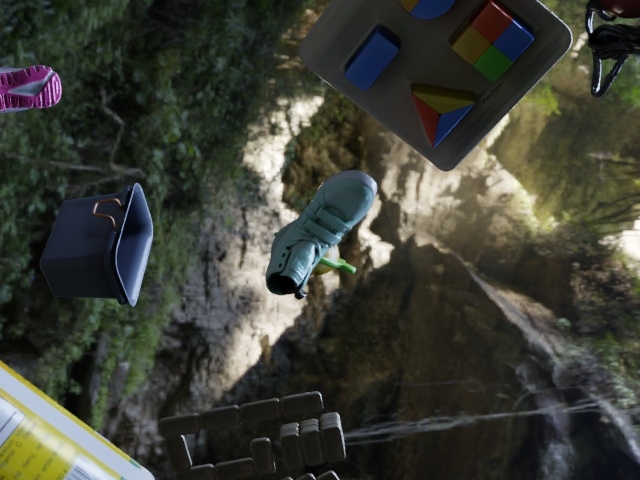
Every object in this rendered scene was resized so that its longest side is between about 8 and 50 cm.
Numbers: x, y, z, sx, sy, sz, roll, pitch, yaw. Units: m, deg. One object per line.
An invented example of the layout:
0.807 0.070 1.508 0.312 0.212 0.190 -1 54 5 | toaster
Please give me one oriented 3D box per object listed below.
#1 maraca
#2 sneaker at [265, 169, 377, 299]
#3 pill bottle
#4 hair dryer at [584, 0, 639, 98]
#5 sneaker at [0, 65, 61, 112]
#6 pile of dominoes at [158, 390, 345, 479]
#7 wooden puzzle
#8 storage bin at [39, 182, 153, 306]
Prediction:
-0.010 0.024 1.503 0.099 0.186 0.127 -62 -144 8 | maraca
0.000 0.000 1.271 0.256 0.094 0.151 -42 -156 39 | sneaker
-0.211 0.127 0.443 0.117 0.208 0.117 -48 -170 11 | pill bottle
0.236 -0.180 0.558 0.293 0.080 0.223 75 -9 -47 | hair dryer
-0.644 -0.287 1.489 0.111 0.252 0.102 8 -78 55 | sneaker
-0.090 0.314 1.119 0.040 0.251 0.195 -96 177 -70 | pile of dominoes
0.178 -0.317 1.260 0.322 0.348 0.080 -48 -172 29 | wooden puzzle
-0.249 0.002 0.846 0.135 0.091 0.098 -90 176 -46 | storage bin
